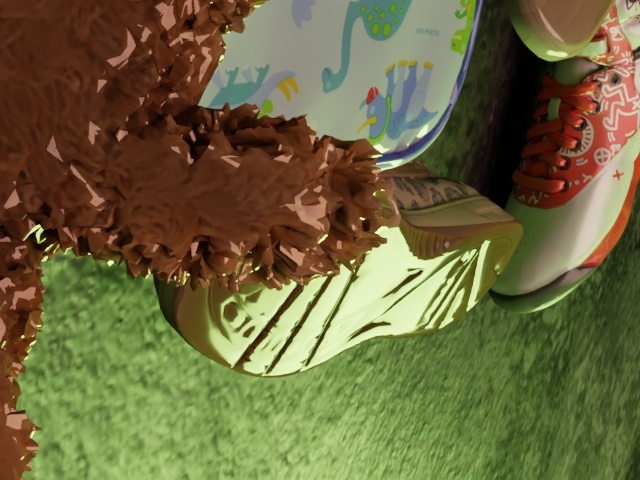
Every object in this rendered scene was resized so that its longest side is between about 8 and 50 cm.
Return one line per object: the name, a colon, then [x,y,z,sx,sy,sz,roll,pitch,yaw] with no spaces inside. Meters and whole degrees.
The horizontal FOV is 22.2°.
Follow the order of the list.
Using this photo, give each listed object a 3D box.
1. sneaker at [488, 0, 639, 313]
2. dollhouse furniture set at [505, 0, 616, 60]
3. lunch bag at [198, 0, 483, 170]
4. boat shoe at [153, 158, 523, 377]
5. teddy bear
sneaker: [0.166,-0.094,1.076,0.270,0.090,0.145,-52,126,-12]
dollhouse furniture set: [0.151,-0.253,0.685,0.394,0.362,0.256,52,52,-24]
lunch bag: [-0.025,-0.105,0.625,0.219,0.090,0.176,-11,114,-50]
boat shoe: [0.000,0.000,0.818,0.104,0.089,0.285,-54,155,18]
teddy bear: [-0.084,-0.081,0.480,0.113,0.245,0.338,-142,-115,-71]
